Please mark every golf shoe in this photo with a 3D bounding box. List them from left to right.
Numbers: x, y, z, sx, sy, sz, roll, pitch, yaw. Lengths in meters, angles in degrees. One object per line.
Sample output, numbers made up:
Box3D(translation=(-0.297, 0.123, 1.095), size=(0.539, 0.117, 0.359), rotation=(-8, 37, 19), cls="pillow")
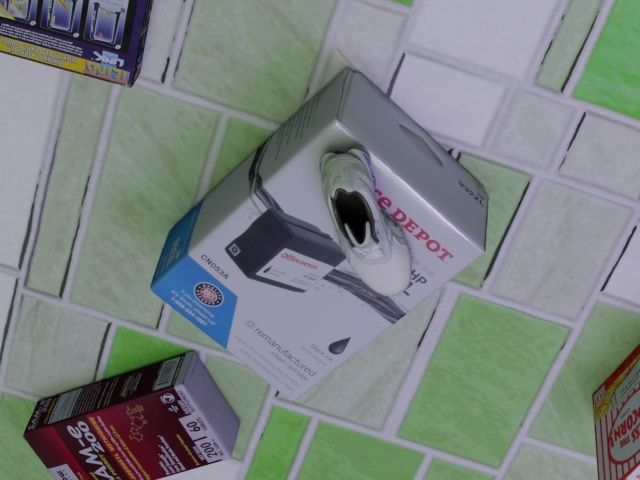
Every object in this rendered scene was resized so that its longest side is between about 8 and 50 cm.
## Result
Box3D(translation=(0.042, -0.003, 1.342), size=(0.069, 0.086, 0.176), rotation=(-19, 118, 15), cls="golf shoe")

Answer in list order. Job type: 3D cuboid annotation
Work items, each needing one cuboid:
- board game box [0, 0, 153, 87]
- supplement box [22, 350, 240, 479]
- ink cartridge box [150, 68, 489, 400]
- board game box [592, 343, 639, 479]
Box3D(translation=(-0.262, -0.250, 1.406), size=(0.170, 0.048, 0.141), rotation=(16, 125, -2), cls="board game box")
Box3D(translation=(-0.238, 0.239, 1.700), size=(0.239, 0.073, 0.130), rotation=(-19, 118, 20), cls="supplement box")
Box3D(translation=(0.000, 0.000, 1.477), size=(0.223, 0.129, 0.307), rotation=(41, 119, -17), cls="ink cartridge box")
Box3D(translation=(0.369, 0.198, 1.510), size=(0.045, 0.193, 0.147), rotation=(29, 121, -10), cls="board game box")
